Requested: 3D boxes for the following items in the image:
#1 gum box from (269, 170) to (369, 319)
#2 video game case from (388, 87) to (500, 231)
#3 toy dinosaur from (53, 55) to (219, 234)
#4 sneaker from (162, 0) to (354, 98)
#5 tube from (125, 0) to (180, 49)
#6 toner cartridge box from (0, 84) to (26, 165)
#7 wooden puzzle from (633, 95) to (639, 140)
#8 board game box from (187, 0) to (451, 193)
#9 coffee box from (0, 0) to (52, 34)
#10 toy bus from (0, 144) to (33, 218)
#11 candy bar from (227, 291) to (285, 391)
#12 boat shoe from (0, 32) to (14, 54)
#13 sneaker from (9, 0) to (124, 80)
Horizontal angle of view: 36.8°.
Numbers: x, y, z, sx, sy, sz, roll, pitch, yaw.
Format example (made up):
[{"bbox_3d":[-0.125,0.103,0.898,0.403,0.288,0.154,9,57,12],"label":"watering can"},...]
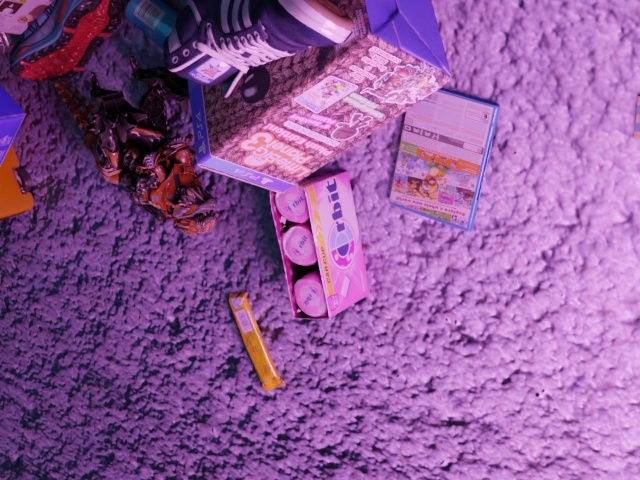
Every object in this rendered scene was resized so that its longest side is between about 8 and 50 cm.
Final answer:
[{"bbox_3d":[0.000,0.000,1.295,0.062,0.107,0.188,-3,103,35],"label":"gum box"},{"bbox_3d":[0.154,-0.106,1.216,0.119,0.015,0.166,21,116,26],"label":"video game case"},{"bbox_3d":[-0.281,-0.139,1.423,0.321,0.164,0.218,23,135,3],"label":"toy dinosaur"},{"bbox_3d":[-0.076,-0.215,1.029,0.153,0.099,0.282,-59,38,9],"label":"sneaker"},{"bbox_3d":[-0.187,-0.278,1.372,0.207,0.052,0.080,41,128,11],"label":"tube"},{"bbox_3d":[-0.609,-0.129,1.545,0.165,0.075,0.348,48,124,13],"label":"toner cartridge box"},{"bbox_3d":[0.374,-0.132,1.065,0.049,0.006,0.083,12,111,30],"label":"wooden puzzle"},{"bbox_3d":[-0.017,-0.234,1.154,0.291,0.141,0.232,-31,57,36],"label":"board game box"},{"bbox_3d":[-0.410,-0.444,1.343,0.297,0.119,0.168,-31,72,36],"label":"coffee box"},{"bbox_3d":[-0.616,-0.186,1.646,0.130,0.108,0.333,-18,94,36],"label":"toy bus"},{"bbox_3d":[-0.099,0.153,1.466,0.040,0.018,0.162,-21,93,33],"label":"candy bar"},{"bbox_3d":[-0.539,-0.385,1.474,0.233,0.079,0.084,68,159,7],"label":"boat shoe"},{"bbox_3d":[-0.390,-0.341,1.473,0.262,0.104,0.125,-29,67,36],"label":"sneaker"}]
